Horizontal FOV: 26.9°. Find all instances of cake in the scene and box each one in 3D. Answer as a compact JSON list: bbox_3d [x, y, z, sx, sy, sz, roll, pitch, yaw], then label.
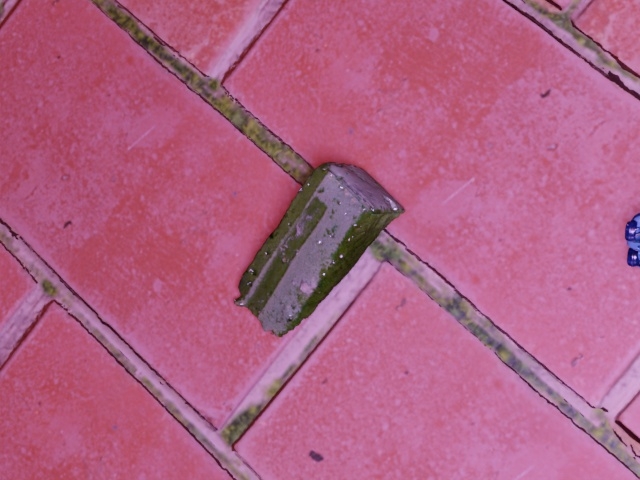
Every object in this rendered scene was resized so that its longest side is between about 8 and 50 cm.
[{"bbox_3d":[-0.002,0.011,1.659,0.100,0.099,0.235,46,120,19],"label":"cake"}]

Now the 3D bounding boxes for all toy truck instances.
[{"bbox_3d":[0.376,-0.013,1.503,0.056,0.090,0.073,6,128,21],"label":"toy truck"}]
